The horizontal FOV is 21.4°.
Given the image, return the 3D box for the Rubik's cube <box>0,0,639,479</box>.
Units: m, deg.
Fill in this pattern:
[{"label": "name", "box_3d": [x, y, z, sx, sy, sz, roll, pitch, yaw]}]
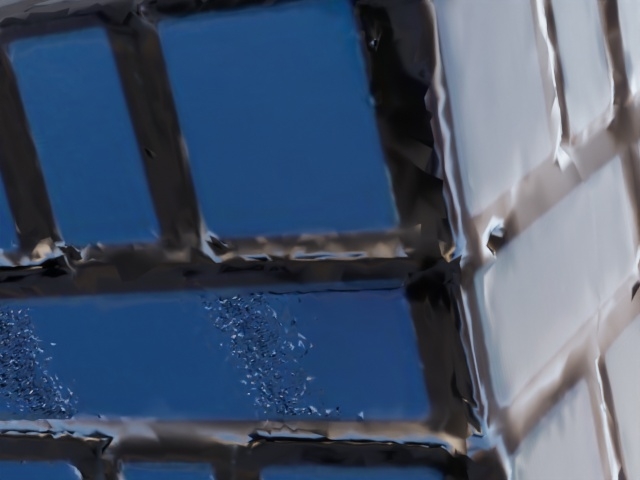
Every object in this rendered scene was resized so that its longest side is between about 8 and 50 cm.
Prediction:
[{"label": "Rubik's cube", "box_3d": [0.000, 0.000, 0.752, 0.288, 0.283, 0.293, -5, -161, 29]}]
